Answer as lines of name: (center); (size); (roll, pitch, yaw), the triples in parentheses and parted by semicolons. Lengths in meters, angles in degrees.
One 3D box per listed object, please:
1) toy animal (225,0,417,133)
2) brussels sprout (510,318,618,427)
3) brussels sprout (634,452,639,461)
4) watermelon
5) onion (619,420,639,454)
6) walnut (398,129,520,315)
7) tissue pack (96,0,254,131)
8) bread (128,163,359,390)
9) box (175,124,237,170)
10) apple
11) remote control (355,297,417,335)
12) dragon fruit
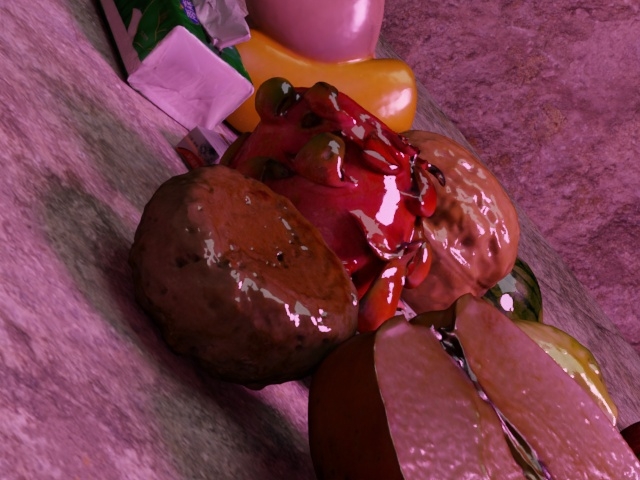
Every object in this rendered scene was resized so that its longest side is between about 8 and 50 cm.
toy animal: (-0.040, -0.266, 2.056); (0.247, 0.277, 0.345); (-139, -148, -78)
brussels sprout: (0.236, 0.194, 1.759); (0.223, 0.223, 0.161); (49, -2, -3)
brussels sprout: (0.381, 0.377, 1.566); (0.315, 0.276, 0.371); (47, 14, 7)
watermelon: (0.256, 0.076, 2.199); (0.232, 0.127, 0.204); (63, -9, -21)
onion: (0.477, 0.369, 1.982); (0.276, 0.276, 0.276); (46, 14, -15)
walnut: (0.133, -0.024, 1.965); (0.257, 0.224, 0.257); (48, 6, -7)
tissue pack: (-0.166, -0.266, 1.837); (0.148, 0.156, 0.209); (34, 21, -40)
bread: (-0.076, 0.038, 1.353); (0.230, 0.123, 0.230); (33, 28, -20)
box: (-0.102, -0.092, 1.808); (0.055, 0.039, 0.218); (52, 14, 17)
apple: (0.156, 0.220, 1.284); (0.365, 0.295, 0.329); (56, -10, 14)
remote control: (0.073, 0.117, 1.761); (0.103, 0.055, 0.277); (47, 14, -7)
dragon fruit: (0.012, -0.012, 1.540); (0.227, 0.243, 0.307); (3, 47, -57)
